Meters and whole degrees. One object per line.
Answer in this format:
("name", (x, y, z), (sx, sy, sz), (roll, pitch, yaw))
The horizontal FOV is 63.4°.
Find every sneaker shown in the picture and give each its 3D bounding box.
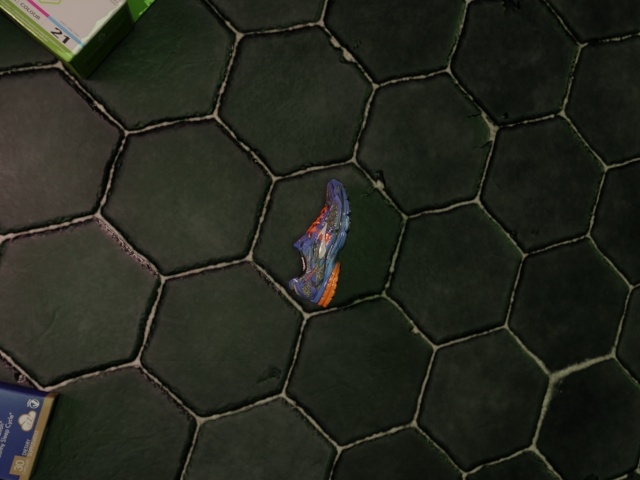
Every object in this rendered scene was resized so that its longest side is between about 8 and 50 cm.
("sneaker", (0.000, 0.000, 0.888), (0.087, 0.083, 0.221), (12, 84, -4))

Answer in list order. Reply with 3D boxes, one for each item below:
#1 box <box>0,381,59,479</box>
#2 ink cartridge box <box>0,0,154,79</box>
("box", (-0.540, 0.279, 0.792), (0.225, 0.036, 0.136), (17, 87, -11))
("ink cartridge box", (-0.366, -0.414, 0.797), (0.189, 0.097, 0.255), (39, 83, -10))
